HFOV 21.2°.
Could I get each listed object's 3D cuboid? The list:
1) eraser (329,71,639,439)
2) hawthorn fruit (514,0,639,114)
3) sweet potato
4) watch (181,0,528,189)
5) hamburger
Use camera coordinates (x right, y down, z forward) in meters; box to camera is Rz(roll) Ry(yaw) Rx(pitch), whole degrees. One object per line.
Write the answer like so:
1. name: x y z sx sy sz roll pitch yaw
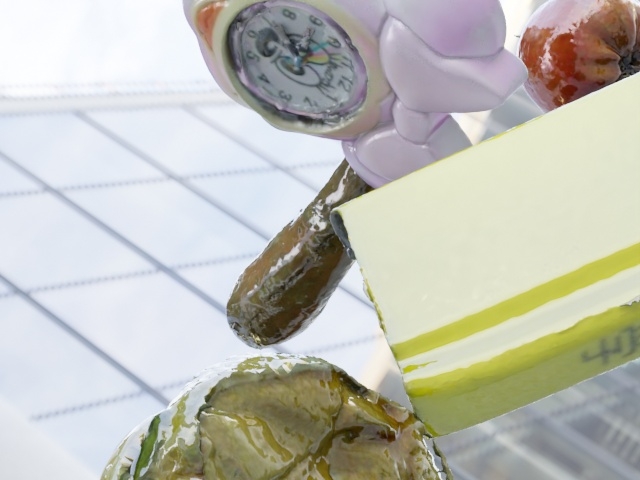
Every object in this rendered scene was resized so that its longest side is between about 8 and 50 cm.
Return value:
1. eraser: 0.133 0.008 1.025 0.226 0.158 0.069 -24 -38 6
2. hawthorn fruit: 0.215 -0.154 1.419 0.125 0.140 0.125 -56 -16 -25
3. sweet potato: 0.000 0.000 1.388 0.075 0.075 0.273 -20 -26 -46
4. watch: 0.046 -0.181 1.229 0.217 0.248 0.211 -59 -6 -41
5. hamburger: -0.036 0.209 0.869 0.265 0.134 0.285 33 -122 -37
